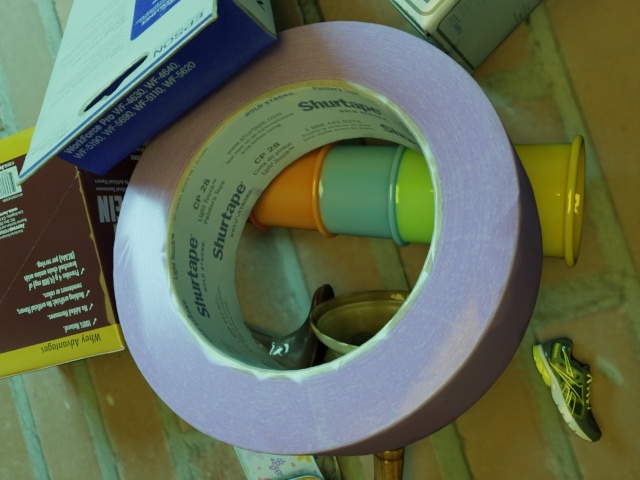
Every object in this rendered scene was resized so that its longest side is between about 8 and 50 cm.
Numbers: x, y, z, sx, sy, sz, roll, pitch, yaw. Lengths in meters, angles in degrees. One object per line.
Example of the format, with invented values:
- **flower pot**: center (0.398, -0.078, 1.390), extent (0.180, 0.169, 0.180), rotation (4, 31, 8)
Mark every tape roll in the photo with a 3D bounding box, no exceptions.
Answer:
- **tape roll**: center (0.000, 0.000, 0.479), extent (0.275, 0.090, 0.274), rotation (-8, 72, 24)

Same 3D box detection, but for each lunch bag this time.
- **lunch bag**: center (-0.027, 0.192, 0.628), extent (0.071, 0.053, 0.083), rotation (-20, 94, 22)

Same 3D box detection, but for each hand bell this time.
- **hand bell**: center (0.053, 0.174, 0.583), extent (0.126, 0.126, 0.242), rotation (7, 107, 21)

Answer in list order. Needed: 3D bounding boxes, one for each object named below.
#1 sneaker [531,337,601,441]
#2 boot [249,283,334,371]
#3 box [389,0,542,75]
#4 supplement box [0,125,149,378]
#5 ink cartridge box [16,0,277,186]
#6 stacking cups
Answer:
- **sneaker**: center (0.193, 0.112, 0.549), extent (0.035, 0.031, 0.083), rotation (-32, 81, 19)
- **boot**: center (-0.046, 0.082, 0.641), extent (0.114, 0.037, 0.106), rotation (10, 94, 25)
- **box**: center (0.158, -0.253, 0.472), extent (0.087, 0.169, 0.290), rotation (48, 108, 13)
- **supplement box**: center (-0.238, 0.013, 0.658), extent (0.191, 0.129, 0.194), rotation (-15, 87, 21)
- **ink cartridge box**: center (-0.120, -0.164, 0.533), extent (0.165, 0.065, 0.332), rotation (-33, 37, 19)
- **stacking cups**: center (0.039, -0.032, 0.572), extent (0.316, 0.096, 0.096), rotation (2, 93, 23)
